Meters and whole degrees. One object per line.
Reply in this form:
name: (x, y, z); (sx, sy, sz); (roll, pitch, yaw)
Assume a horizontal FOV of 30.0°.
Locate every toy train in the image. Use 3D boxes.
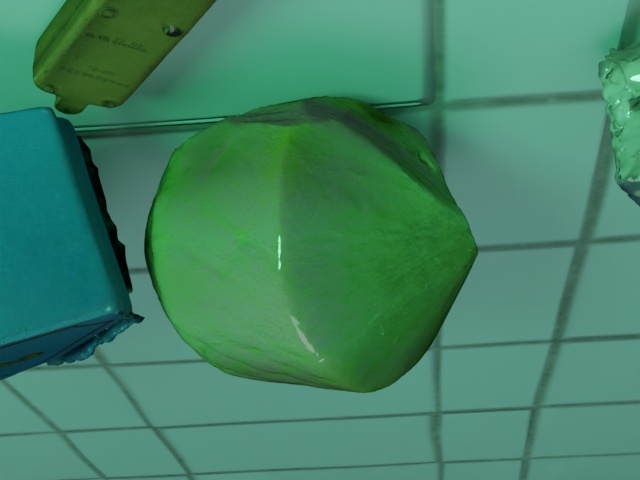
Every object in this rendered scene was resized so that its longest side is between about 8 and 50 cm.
toy train: (-0.275, 0.032, 0.814); (0.265, 0.188, 0.300); (-15, 174, -29)

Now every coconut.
coconut: (0.000, 0.000, 0.816); (0.236, 0.204, 0.236); (15, 150, 9)

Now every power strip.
power strip: (-0.087, -0.154, 0.672); (0.064, 0.044, 0.305); (13, 153, -29)

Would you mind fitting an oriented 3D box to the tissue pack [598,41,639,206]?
tissue pack: (0.366, -0.050, 0.819); (0.242, 0.125, 0.344); (-17, 150, 30)
